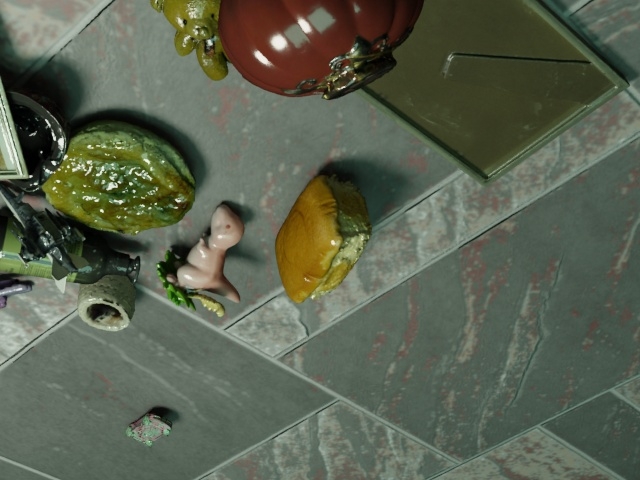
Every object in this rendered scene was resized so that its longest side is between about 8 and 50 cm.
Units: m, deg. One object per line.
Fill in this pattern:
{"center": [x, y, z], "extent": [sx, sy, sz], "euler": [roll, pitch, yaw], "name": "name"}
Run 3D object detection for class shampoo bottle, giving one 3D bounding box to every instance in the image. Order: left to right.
{"center": [-0.475, 0.027, 1.991], "extent": [0.284, 0.101, 0.101], "euler": [11, 136, -18], "name": "shampoo bottle"}

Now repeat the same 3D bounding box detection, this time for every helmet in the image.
{"center": [-0.479, -0.181, 1.752], "extent": [0.153, 0.107, 0.177], "euler": [39, 120, -10], "name": "helmet"}

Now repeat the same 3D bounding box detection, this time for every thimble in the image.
{"center": [-0.423, 0.117, 2.107], "extent": [0.115, 0.090, 0.102], "euler": [25, 130, -29], "name": "thimble"}

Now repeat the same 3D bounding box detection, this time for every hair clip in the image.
{"center": [-0.708, 0.117, 2.081], "extent": [0.278, 0.090, 0.137], "euler": [2, 172, -4], "name": "hair clip"}

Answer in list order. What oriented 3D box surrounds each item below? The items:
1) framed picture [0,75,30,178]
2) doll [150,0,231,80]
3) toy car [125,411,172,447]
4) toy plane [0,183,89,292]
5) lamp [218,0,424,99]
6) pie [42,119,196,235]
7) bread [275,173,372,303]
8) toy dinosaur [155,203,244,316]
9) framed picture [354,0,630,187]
{"center": [-0.591, -0.213, 1.683], "extent": [0.217, 0.017, 0.274], "euler": [-2, 121, 13], "name": "framed picture"}
{"center": [-0.167, -0.323, 1.642], "extent": [0.137, 0.097, 0.209], "euler": [-22, 141, 10], "name": "doll"}
{"center": [-0.399, 0.436, 2.494], "extent": [0.069, 0.055, 0.142], "euler": [31, 138, -24], "name": "toy car"}
{"center": [-0.495, -0.020, 1.890], "extent": [0.082, 0.160, 0.234], "euler": [-29, 93, 34], "name": "toy plane"}
{"center": [0.001, -0.334, 1.503], "extent": [0.303, 0.303, 0.257], "euler": [-28, 92, 23], "name": "lamp"}
{"center": [-0.361, -0.099, 1.881], "extent": [0.277, 0.078, 0.277], "euler": [-2, 137, -2], "name": "pie"}
{"center": [0.000, 0.000, 1.961], "extent": [0.121, 0.174, 0.245], "euler": [10, 144, -23], "name": "bread"}
{"center": [-0.205, 0.039, 2.033], "extent": [0.177, 0.152, 0.194], "euler": [-18, 96, 13], "name": "toy dinosaur"}
{"center": [0.260, -0.282, 1.781], "extent": [0.326, 0.028, 0.446], "euler": [-36, 130, 29], "name": "framed picture"}
